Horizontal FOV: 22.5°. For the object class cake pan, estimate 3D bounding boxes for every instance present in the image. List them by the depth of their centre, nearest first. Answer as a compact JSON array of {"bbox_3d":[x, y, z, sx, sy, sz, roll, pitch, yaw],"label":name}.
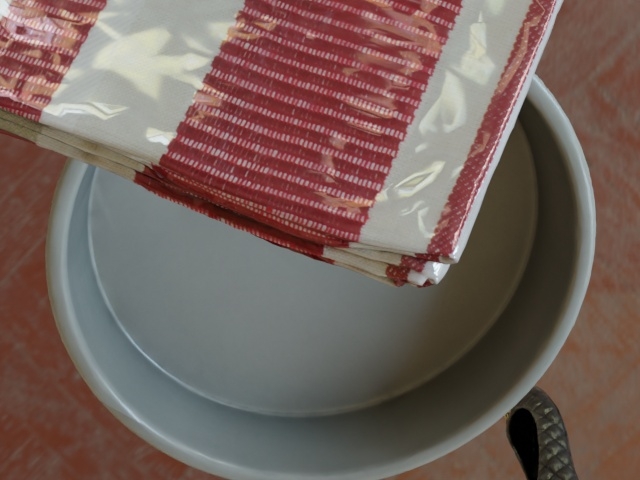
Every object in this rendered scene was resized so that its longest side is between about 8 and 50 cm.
[{"bbox_3d":[0.000,0.000,0.871,0.293,0.054,0.293,-3,117,-6],"label":"cake pan"}]

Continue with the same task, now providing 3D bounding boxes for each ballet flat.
[{"bbox_3d":[0.153,0.157,1.157,0.049,0.173,0.057,-1,119,-6],"label":"ballet flat"}]

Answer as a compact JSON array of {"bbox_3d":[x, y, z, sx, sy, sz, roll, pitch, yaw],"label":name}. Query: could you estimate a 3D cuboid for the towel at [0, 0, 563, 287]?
[{"bbox_3d":[-0.062,-0.132,0.672,0.329,0.037,0.237,21,64,7],"label":"towel"}]
